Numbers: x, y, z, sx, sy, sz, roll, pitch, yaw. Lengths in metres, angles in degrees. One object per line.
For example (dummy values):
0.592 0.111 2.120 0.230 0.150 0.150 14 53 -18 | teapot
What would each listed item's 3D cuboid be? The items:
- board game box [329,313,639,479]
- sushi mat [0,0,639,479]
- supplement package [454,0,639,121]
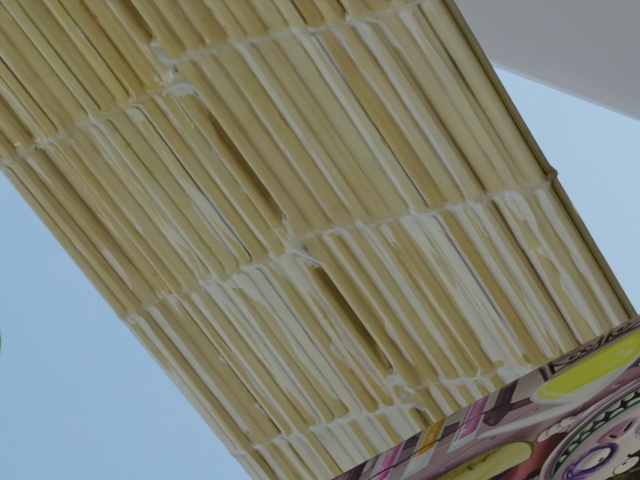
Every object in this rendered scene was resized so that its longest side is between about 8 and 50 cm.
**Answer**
-0.055 0.126 0.362 0.056 0.347 0.208 55 -157 -11 | board game box
0.000 0.000 0.556 0.316 0.151 0.019 55 -144 -32 | sushi mat
0.090 -0.185 0.866 0.293 0.175 0.177 19 -156 -14 | supplement package
